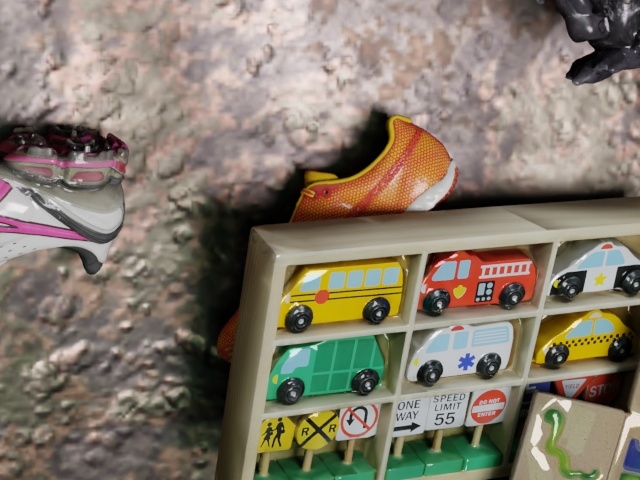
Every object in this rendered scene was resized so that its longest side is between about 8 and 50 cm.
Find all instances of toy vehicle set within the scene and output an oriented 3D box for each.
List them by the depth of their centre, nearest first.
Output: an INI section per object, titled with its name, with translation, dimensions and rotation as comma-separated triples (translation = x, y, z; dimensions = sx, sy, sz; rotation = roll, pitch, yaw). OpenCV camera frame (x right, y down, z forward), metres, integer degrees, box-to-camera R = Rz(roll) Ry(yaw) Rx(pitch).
[toy vehicle set]
translation = 0.076, 0.063, 1.014
dimensions = 0.267, 0.035, 0.166
rotation = -5, 119, -26

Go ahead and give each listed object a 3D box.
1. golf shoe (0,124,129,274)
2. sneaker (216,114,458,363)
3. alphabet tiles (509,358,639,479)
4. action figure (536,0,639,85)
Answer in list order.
[golf shoe]
translation = -0.195, -0.018, 0.942
dimensions = 0.186, 0.067, 0.086
rotation = 2, 108, -16
[sneaker]
translation = 0.000, 0.000, 1.013
dimensions = 0.067, 0.064, 0.175
rotation = 44, 88, -1
[alphabet tiles]
translation = 0.227, 0.228, 1.062
dimensions = 0.285, 0.011, 0.342
rotation = 13, 97, -15
[action figure]
translation = 0.176, -0.187, 0.942
dimensions = 0.164, 0.141, 0.275
rotation = -37, 112, -33
